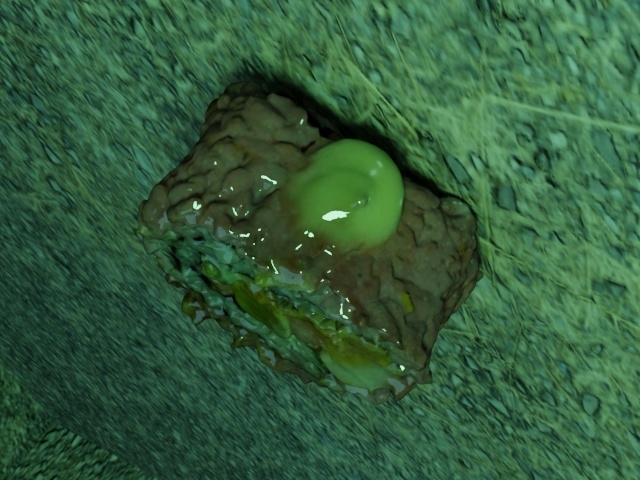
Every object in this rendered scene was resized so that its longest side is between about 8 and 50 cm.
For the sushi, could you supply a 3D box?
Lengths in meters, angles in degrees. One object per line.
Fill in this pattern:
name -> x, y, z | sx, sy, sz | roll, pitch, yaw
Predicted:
sushi -> 0.000, 0.000, 1.212 | 0.270, 0.171, 0.236 | 34, 158, 3
